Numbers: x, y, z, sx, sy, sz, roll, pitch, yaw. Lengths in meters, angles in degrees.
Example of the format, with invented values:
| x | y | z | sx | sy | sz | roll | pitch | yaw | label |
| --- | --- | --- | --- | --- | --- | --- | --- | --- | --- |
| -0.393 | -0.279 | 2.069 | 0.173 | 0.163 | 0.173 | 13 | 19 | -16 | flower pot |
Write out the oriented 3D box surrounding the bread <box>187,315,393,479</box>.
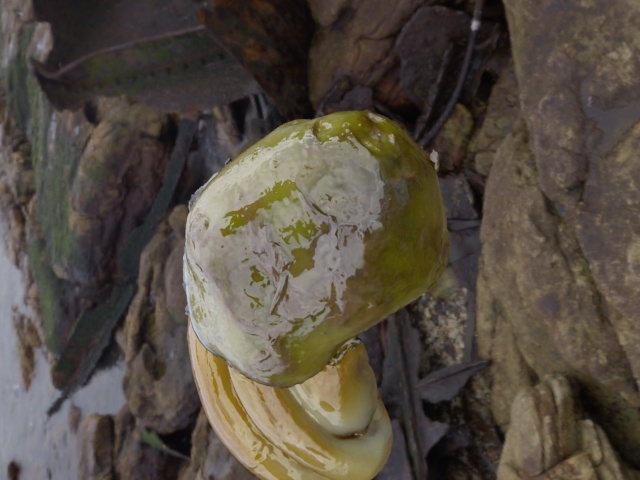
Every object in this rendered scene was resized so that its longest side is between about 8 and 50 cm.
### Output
| x | y | z | sx | sy | sz | roll | pitch | yaw | label |
| --- | --- | --- | --- | --- | --- | --- | --- | --- | --- |
| -0.023 | 0.188 | 1.015 | 0.245 | 0.328 | 0.424 | -26 | 82 | 40 | bread |

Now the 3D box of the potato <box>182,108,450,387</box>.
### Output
| x | y | z | sx | sy | sz | roll | pitch | yaw | label |
| --- | --- | --- | --- | --- | --- | --- | --- | --- | --- |
| 0.000 | 0.000 | 0.628 | 0.300 | 0.246 | 0.196 | -51 | 13 | -17 | potato |
